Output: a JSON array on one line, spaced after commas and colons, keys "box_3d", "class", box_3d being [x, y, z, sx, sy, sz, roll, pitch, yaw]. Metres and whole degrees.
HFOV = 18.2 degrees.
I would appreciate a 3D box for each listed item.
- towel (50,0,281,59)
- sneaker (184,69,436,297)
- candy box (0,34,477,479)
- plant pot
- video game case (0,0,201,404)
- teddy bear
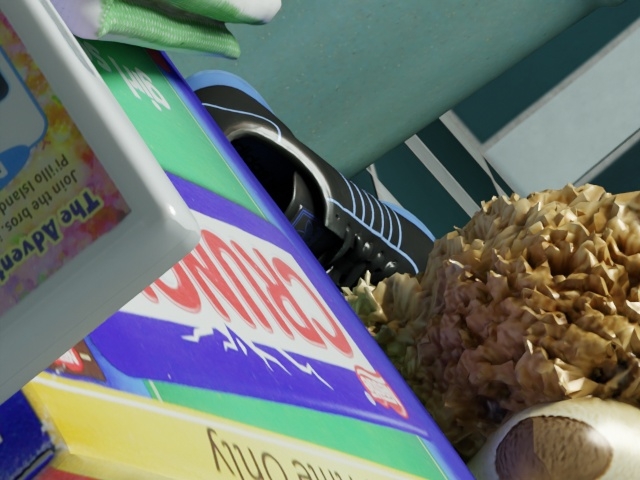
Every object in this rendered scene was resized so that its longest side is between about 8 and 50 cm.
[{"box_3d": [-0.146, -0.173, 0.546, 0.325, 0.038, 0.248, 46, 8, 2], "class": "towel"}, {"box_3d": [0.000, 0.000, 1.146, 0.232, 0.081, 0.090, 39, 16, -22], "class": "sneaker"}, {"box_3d": [-0.111, -0.011, 0.540, 0.317, 0.122, 0.268, 56, 12, 25], "class": "candy box"}, {"box_3d": [0.028, -0.216, 1.299, 0.341, 0.334, 0.341, 49, 10, -12], "class": "plant pot"}, {"box_3d": [-0.119, -0.007, 0.381, 0.143, 0.157, 0.019, 55, 8, 24], "class": "video game case"}, {"box_3d": [0.117, 0.149, 0.662, 0.113, 0.245, 0.338, -40, 131, -48], "class": "teddy bear"}]
